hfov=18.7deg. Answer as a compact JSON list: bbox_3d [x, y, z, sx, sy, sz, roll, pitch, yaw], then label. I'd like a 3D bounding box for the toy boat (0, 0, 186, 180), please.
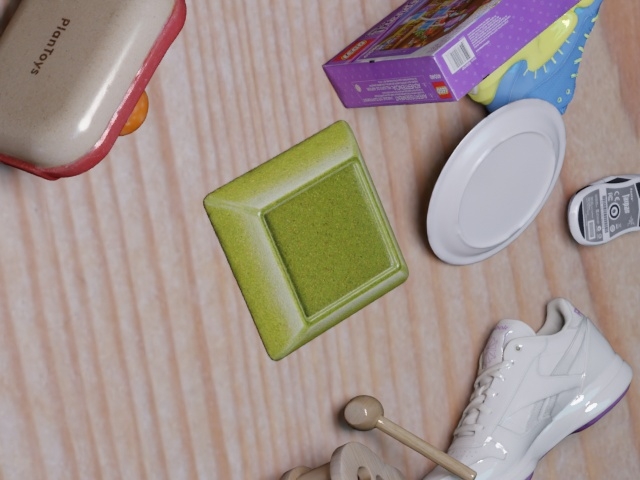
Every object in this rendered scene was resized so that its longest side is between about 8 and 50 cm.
[{"bbox_3d":[-0.206,-0.149,1.782,0.231,0.151,0.151,-62,149,-14],"label":"toy boat"}]

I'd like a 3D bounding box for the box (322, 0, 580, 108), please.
[{"bbox_3d":[0.167,-0.237,1.957,0.293,0.201,0.057,-39,111,-24],"label":"box"}]

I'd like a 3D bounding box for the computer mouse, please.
[{"bbox_3d":[0.336,-0.043,2.167,0.193,0.042,0.106,-12,103,-37],"label":"computer mouse"}]

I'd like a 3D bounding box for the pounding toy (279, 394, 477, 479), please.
[{"bbox_3d":[0.066,0.270,1.903,0.154,0.155,0.269,19,47,-61],"label":"pounding toy"}]

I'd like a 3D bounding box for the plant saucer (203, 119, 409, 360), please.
[{"bbox_3d":[0.000,0.000,1.954,0.188,0.045,0.188,-31,108,-27],"label":"plant saucer"}]

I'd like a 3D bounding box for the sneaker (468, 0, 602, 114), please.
[{"bbox_3d":[0.247,-0.213,2.086,0.240,0.091,0.126,-39,124,-17],"label":"sneaker"}]

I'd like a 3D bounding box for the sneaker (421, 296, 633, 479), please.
[{"bbox_3d":[0.191,0.178,2.062,0.305,0.114,0.152,-37,97,-30],"label":"sneaker"}]

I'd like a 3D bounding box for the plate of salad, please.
[{"bbox_3d":[0.180,-0.065,2.039,0.200,0.048,0.199,-28,138,-29],"label":"plate of salad"}]
